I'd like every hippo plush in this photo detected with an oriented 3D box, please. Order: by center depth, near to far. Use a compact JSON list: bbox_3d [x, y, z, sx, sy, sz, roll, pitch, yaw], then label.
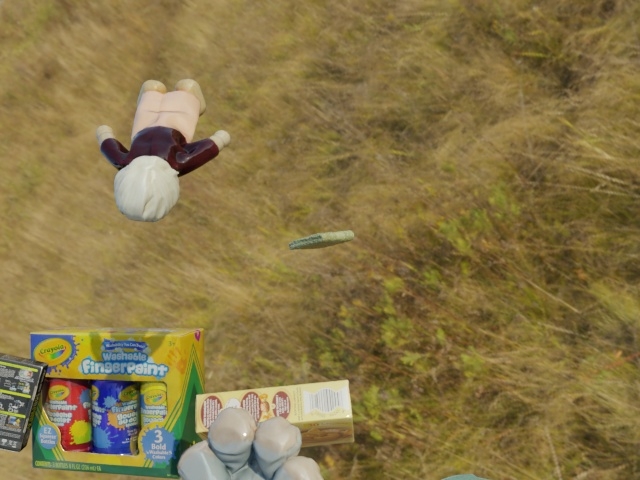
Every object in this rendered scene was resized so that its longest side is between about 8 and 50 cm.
[{"bbox_3d":[-0.076,0.419,1.153,0.234,0.236,0.294,-27,77,15],"label":"hippo plush"}]

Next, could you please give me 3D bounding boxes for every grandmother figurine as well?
[{"bbox_3d":[-0.246,-0.146,1.037,0.208,0.104,0.342,-8,37,5],"label":"grandmother figurine"}]

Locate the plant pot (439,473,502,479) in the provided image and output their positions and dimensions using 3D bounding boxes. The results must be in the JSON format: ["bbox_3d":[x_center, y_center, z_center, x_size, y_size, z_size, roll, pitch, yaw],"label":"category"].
[{"bbox_3d":[0.216,0.561,1.034,0.341,0.341,0.334,-89,5,-49],"label":"plant pot"}]

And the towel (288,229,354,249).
[{"bbox_3d":[0.000,0.000,1.602,0.148,0.110,0.027,-15,81,53],"label":"towel"}]

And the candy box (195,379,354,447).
[{"bbox_3d":[-0.090,0.379,1.407,0.183,0.316,0.087,84,-178,-57],"label":"candy box"}]

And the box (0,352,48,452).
[{"bbox_3d":[-0.828,0.377,1.612,0.060,0.270,0.216,168,115,-81],"label":"box"}]

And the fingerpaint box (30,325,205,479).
[{"bbox_3d":[-0.546,0.424,1.792,0.163,0.445,0.371,0,-91,-76],"label":"fingerpaint box"}]
